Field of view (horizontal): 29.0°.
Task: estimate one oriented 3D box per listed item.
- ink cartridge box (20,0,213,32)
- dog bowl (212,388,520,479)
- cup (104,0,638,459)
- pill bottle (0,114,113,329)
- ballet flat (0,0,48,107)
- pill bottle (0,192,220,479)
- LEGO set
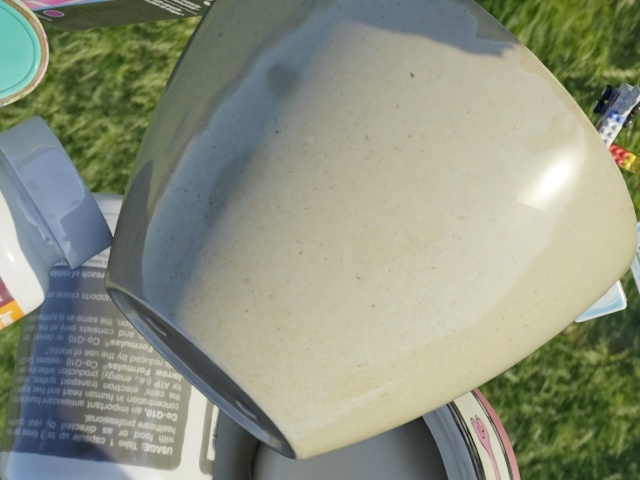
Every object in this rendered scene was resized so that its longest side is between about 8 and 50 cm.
[{"bbox_3d":[-0.198,-0.291,1.324,0.370,0.175,0.069,-2,79,34],"label":"ink cartridge box"},{"bbox_3d":[0.027,0.273,1.273,0.408,0.150,0.408,-2,87,35],"label":"dog bowl"},{"bbox_3d":[0.000,0.000,0.809,0.331,0.237,0.331,39,165,12],"label":"cup"},{"bbox_3d":[-0.253,0.016,0.798,0.121,0.221,0.121,54,167,20],"label":"pill bottle"},{"bbox_3d":[-0.243,-0.094,0.579,0.079,0.221,0.077,-169,77,-70],"label":"ballet flat"},{"bbox_3d":[-0.197,0.151,1.200,0.204,0.204,0.361,0,75,28],"label":"pill bottle"},{"bbox_3d":[0.205,-0.030,1.056,0.182,0.060,0.244,-17,112,15],"label":"LEGO set"}]
